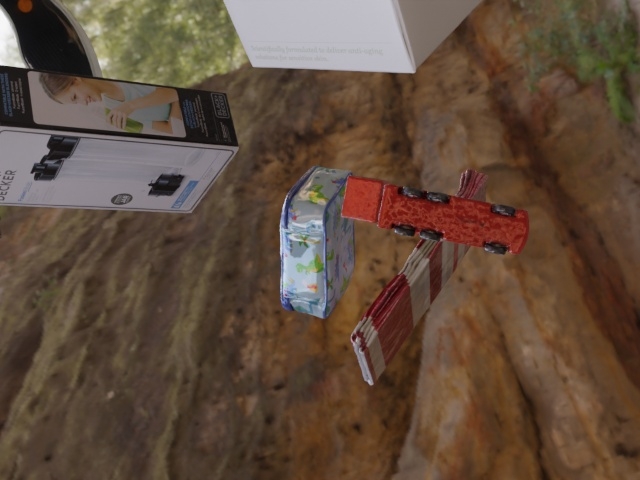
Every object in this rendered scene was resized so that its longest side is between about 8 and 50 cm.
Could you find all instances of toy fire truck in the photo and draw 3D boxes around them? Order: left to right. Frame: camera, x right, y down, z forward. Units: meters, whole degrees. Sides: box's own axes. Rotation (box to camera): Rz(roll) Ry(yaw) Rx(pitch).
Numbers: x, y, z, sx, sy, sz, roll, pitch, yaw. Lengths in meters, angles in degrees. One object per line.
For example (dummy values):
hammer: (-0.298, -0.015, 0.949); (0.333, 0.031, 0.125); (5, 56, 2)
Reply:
toy fire truck: (0.111, -0.027, 0.868); (0.135, 0.192, 0.047); (-17, -62, -78)

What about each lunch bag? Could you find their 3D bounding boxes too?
lunch bag: (0.000, 0.000, 1.382); (0.176, 0.090, 0.219); (-56, -29, -53)

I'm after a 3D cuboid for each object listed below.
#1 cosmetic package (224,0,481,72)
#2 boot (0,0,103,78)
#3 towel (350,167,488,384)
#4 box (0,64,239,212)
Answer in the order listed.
cosmetic package: (0.083, -0.315, 0.795); (0.197, 0.365, 0.155); (13, 140, 40)
boot: (-0.354, -0.292, 1.153); (0.244, 0.088, 0.176); (59, -172, -10)
towel: (0.156, 0.063, 1.347); (0.037, 0.329, 0.237); (32, 166, 19)
box: (-0.267, -0.114, 1.050); (0.169, 0.290, 0.087); (-43, 53, 47)
